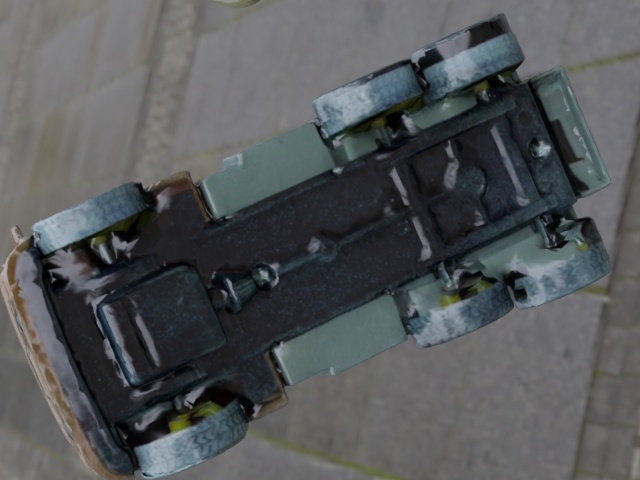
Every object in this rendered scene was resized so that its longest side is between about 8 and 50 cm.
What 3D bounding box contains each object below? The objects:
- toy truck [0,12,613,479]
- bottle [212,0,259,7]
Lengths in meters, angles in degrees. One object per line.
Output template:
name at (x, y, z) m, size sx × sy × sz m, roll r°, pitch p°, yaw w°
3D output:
toy truck at (0.000, 0.000, 0.663) m, size 0.108 × 0.257 × 0.140 m, roll 66°, pitch 162°, yaw -4°
bottle at (-0.013, -0.136, 0.645) m, size 0.063 × 0.047 × 0.101 m, roll 1°, pitch 42°, yaw 47°
